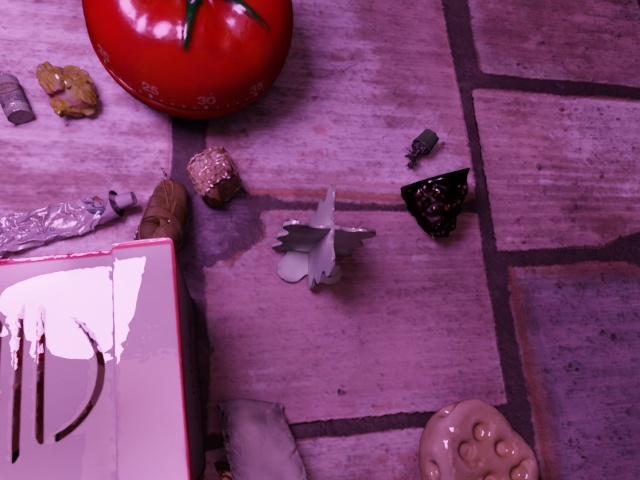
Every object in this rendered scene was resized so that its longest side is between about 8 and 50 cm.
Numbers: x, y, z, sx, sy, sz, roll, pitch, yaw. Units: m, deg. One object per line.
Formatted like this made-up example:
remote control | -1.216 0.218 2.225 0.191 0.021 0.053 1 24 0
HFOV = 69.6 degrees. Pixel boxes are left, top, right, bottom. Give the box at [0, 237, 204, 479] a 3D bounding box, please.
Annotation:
box | -0.331 0.205 0.655 0.300 0.312 0.314 -6 70 -12

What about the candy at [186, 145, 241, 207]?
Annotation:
candy | -0.208 -0.127 0.908 0.095 0.085 0.110 -33 74 -13

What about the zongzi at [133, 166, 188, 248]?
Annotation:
zongzi | -0.265 -0.059 0.825 0.081 0.178 0.189 20 70 -26

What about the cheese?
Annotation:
cheese | 0.290 0.420 0.858 0.218 0.117 0.235 18 70 -9

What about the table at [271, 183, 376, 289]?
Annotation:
table | 0.000 0.000 0.859 0.167 0.198 0.166 3 75 -12

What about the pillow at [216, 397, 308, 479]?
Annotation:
pillow | -0.095 0.338 0.742 0.128 0.229 0.051 9 110 -23

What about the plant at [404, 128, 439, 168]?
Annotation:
plant | 0.224 -0.205 1.052 0.051 0.051 0.102 40 84 0

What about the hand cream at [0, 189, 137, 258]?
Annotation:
hand cream | -0.465 -0.042 0.841 0.257 0.050 0.084 -20 78 -12

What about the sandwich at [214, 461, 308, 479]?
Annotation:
sandwich | -0.098 0.457 0.753 0.187 0.117 0.144 16 69 -10

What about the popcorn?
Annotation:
popcorn | -0.484 -0.291 0.888 0.109 0.089 0.097 22 35 -16

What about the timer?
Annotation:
timer | -0.242 -0.419 0.876 0.378 0.279 0.378 4 73 -15

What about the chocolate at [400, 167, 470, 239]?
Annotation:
chocolate | 0.254 -0.071 0.990 0.156 0.156 0.133 -18 99 -17

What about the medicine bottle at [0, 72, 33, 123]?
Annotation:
medicine bottle | -0.585 -0.268 0.874 0.047 0.047 0.083 -24 82 -18
